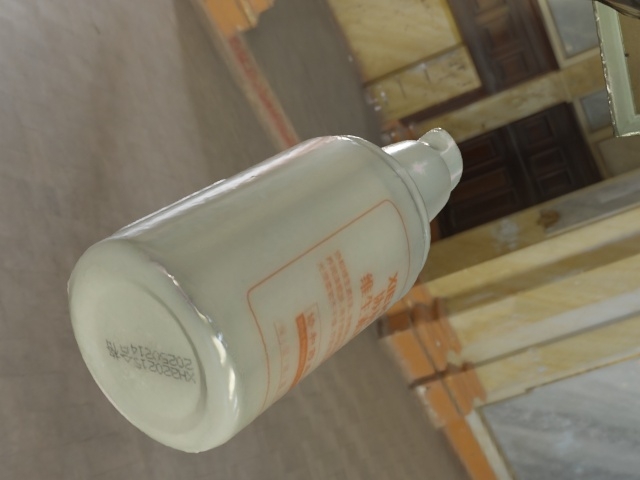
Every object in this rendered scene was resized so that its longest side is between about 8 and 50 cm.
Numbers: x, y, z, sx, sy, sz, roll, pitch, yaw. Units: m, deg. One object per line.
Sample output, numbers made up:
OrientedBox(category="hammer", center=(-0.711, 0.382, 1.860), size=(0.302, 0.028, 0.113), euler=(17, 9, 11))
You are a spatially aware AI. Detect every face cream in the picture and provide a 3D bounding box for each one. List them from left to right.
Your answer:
OrientedBox(category="face cream", center=(0.000, 0.000, 0.455), size=(0.252, 0.101, 0.101), euler=(-32, 103, -45))

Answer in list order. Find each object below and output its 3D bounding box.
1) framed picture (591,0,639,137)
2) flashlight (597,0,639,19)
OrientedBox(category="framed picture", center=(0.304, -0.211, 0.655), size=(0.017, 0.217, 0.274), euler=(53, 33, -71))
OrientedBox(category="flashlight", center=(0.227, -0.102, 0.326), size=(0.424, 0.103, 0.103), euler=(26, -8, 30))
